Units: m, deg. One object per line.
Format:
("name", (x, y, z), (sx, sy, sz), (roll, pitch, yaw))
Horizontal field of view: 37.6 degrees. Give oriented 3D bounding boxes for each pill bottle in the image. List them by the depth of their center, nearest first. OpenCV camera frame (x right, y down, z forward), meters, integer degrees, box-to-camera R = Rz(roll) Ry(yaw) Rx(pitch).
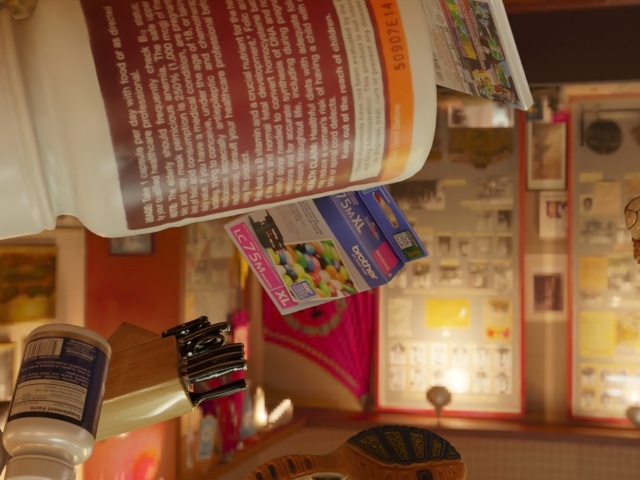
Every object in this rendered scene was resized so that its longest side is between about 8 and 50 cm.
("pill bottle", (-0.118, -0.128, 0.824), (0.392, 0.224, 0.224), (-12, -177, -14))
("pill bottle", (-0.280, 0.181, 0.991), (0.094, 0.169, 0.094), (2, 145, 2))

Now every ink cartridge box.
("ink cartridge box", (0.000, 0.000, 1.442), (0.311, 0.186, 0.065), (-21, -164, 45))

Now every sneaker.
("sneaker", (0.040, 0.324, 1.230), (0.296, 0.112, 0.131), (-6, 143, -10))

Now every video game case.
("video game case", (0.210, -0.288, 1.365), (0.183, 0.023, 0.201), (27, 156, 44))

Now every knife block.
("knife block", (-0.251, 0.231, 1.467), (0.242, 0.088, 0.276), (16, -129, 32))

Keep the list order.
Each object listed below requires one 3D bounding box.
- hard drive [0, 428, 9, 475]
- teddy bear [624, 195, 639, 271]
("hard drive", (-0.591, 0.258, 1.290), (0.064, 0.339, 0.237), (-39, -161, 15))
("teddy bear", (0.485, -0.018, 1.203), (0.113, 0.245, 0.338), (0, -159, -5))
